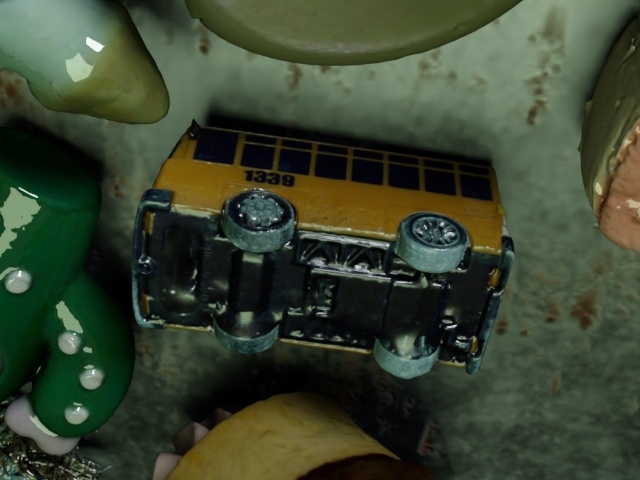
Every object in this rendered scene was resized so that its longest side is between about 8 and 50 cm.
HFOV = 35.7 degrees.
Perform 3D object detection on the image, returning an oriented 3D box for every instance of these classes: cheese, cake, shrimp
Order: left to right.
[{"bbox_3d":[-0.246,0.145,0.769,0.174,0.076,0.082,35,83,-10],"label":"shrimp"},{"bbox_3d":[-0.037,0.187,0.700,0.207,0.178,0.185,-44,135,-2],"label":"cake"},{"bbox_3d":[0.032,-0.158,0.446,0.202,0.091,0.175,-10,149,6],"label":"cheese"},{"bbox_3d":[0.239,-0.022,0.517,0.225,0.109,0.090,25,126,-7],"label":"cake"}]

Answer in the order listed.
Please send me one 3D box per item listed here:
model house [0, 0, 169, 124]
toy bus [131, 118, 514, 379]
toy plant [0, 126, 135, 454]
[{"bbox_3d":[-0.191,-0.177,0.469,0.267,0.194,0.325,-32,128,26],"label":"model house"},{"bbox_3d":[0.000,0.000,0.574,0.201,0.114,0.098,8,127,-2],"label":"toy bus"},{"bbox_3d":[-0.235,0.038,0.647,0.232,0.112,0.243,9,121,2],"label":"toy plant"}]
